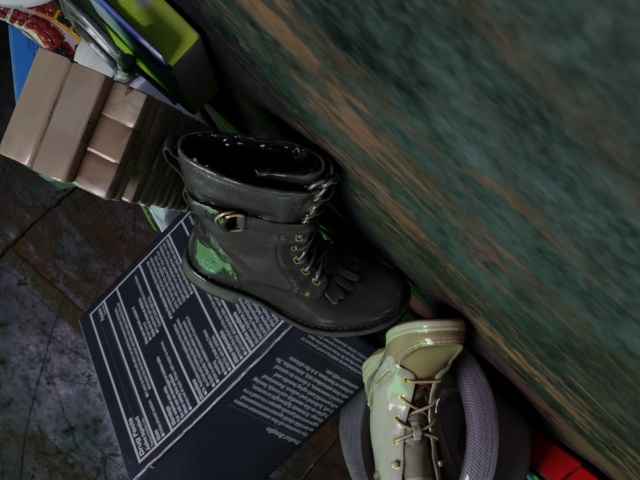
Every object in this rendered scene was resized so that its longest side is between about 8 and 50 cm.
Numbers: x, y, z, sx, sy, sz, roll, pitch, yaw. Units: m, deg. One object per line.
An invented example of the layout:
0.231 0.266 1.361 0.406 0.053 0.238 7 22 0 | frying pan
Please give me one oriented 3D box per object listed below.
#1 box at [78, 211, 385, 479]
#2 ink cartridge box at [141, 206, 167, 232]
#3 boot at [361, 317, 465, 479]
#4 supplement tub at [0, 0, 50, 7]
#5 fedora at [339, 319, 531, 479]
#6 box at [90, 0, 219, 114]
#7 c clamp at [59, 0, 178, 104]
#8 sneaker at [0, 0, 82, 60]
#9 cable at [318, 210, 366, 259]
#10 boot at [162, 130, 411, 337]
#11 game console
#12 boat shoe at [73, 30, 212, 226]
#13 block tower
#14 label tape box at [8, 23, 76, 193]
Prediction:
-0.119 0.123 1.046 0.183 0.294 0.296 37 -168 -43 | box
-0.336 -0.161 1.470 0.307 0.072 0.303 61 170 -8 | ink cartridge box
0.097 0.178 0.838 0.077 0.165 0.213 5 153 -13 | boot
-0.250 -0.244 0.630 0.117 0.117 0.190 48 172 -33 | supplement tub
0.145 0.226 0.968 0.124 0.243 0.275 14 -174 -28 | fedora
-0.149 -0.180 0.730 0.109 0.042 0.178 43 174 3 | box
-0.202 -0.179 0.795 0.137 0.022 0.161 45 175 -20 | c clamp
-0.415 -0.331 1.190 0.225 0.088 0.093 48 173 -30 | sneaker
0.000 0.000 0.950 0.150 0.047 0.184 37 169 46 | cable
-0.018 -0.003 0.766 0.263 0.091 0.229 12 150 -6 | boot
0.330 0.346 1.089 0.386 0.060 0.342 49 171 -31 | game console
-0.227 -0.140 1.058 0.156 0.136 0.367 41 170 19 | boat shoe
-0.162 -0.085 0.781 0.091 0.097 0.335 25 -175 9 | block tower
-0.459 -0.228 1.502 0.334 0.106 0.240 141 122 -83 | label tape box
